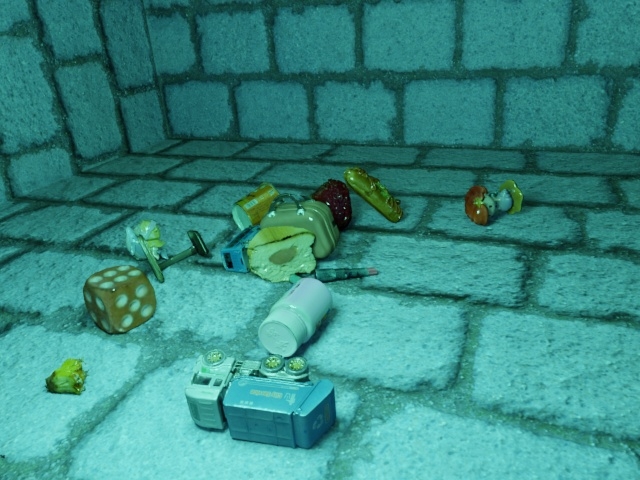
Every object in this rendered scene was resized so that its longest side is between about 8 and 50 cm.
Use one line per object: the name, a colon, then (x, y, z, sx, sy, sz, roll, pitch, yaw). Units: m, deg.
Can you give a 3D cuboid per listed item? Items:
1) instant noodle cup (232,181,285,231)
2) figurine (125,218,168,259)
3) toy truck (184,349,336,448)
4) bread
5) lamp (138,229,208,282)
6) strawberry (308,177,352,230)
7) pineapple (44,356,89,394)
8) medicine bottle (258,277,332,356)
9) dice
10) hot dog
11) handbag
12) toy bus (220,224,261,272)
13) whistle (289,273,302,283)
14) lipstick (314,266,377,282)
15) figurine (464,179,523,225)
instant noodle cup: (-0.280, -0.125, 2.288, 0.182, 0.230, 0.230, -31, 35, -29)
figurine: (-0.723, 0.004, 2.118, 0.208, 0.183, 0.128, 33, 10, -28)
toy truck: (-0.147, 0.381, 1.230, 0.368, 0.146, 0.175, 3, 30, 14)
bread: (-0.158, 0.063, 1.882, 0.224, 0.183, 0.211, 7, 28, 29)
lamp: (-0.601, 0.024, 2.026, 0.125, 0.203, 0.283, -7, 20, 43)
strawberry: (0.044, -0.144, 2.292, 0.274, 0.220, 0.274, -43, 2, 2)
pineapple: (-0.709, 0.384, 1.413, 0.116, 0.069, 0.137, -22, 21, -23)
medicine bottle: (-0.074, 0.231, 1.540, 0.152, 0.151, 0.254, 8, 27, 24)
dice: (-0.671, 0.191, 1.683, 0.174, 0.179, 0.175, 17, 34, 37)
hot dog: (0.250, -0.221, 2.316, 0.349, 0.117, 0.158, 38, 12, -16)
handbag: (-0.094, -0.065, 1.993, 0.302, 0.283, 0.149, -2, 32, 31)
toy bus: (-0.296, 0.029, 2.057, 0.134, 0.113, 0.246, -1, 25, 21)
whistle: (-0.043, 0.167, 1.808, 0.039, 0.039, 0.186, -22, 30, -34)
lipstick: (0.097, 0.124, 1.874, 0.234, 0.053, 0.053, -4, 24, -7)
figurine: (0.758, -0.168, 2.293, 0.257, 0.181, 0.208, -15, 66, -19)
